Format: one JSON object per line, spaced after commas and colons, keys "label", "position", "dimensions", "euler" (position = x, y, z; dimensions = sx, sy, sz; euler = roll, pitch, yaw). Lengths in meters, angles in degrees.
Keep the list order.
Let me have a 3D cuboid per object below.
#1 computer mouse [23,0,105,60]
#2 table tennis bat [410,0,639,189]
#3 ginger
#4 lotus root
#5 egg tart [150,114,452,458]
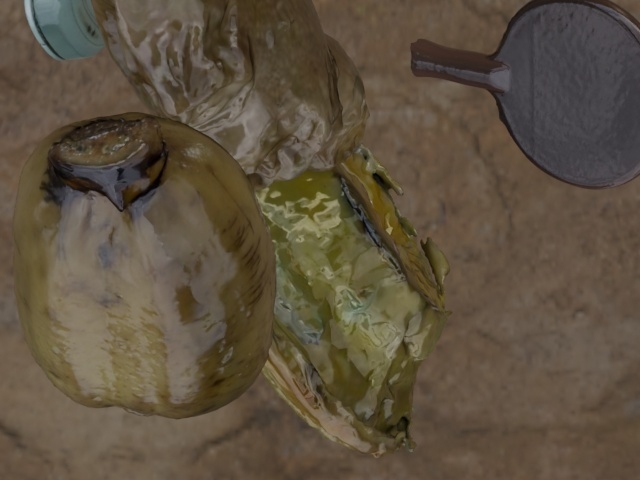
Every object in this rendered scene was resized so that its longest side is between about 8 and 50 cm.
{"label": "computer mouse", "position": [-0.152, -0.273, 1.038], "dimensions": [0.097, 0.288, 0.159], "euler": [26, 171, 8]}
{"label": "table tennis bat", "position": [0.082, -0.071, 0.757], "dimensions": [0.170, 0.119, 0.107], "euler": [19, 121, 42]}
{"label": "ginger", "position": [-0.040, -0.084, 0.515], "dimensions": [0.074, 0.137, 0.213], "euler": [-9, 130, 19]}
{"label": "lotus root", "position": [-0.048, 0.011, 0.403], "dimensions": [0.072, 0.063, 0.152], "euler": [2, 147, -5]}
{"label": "egg tart", "position": [0.000, 0.000, 1.014], "dimensions": [0.120, 0.315, 0.315], "euler": [-33, 121, 12]}
